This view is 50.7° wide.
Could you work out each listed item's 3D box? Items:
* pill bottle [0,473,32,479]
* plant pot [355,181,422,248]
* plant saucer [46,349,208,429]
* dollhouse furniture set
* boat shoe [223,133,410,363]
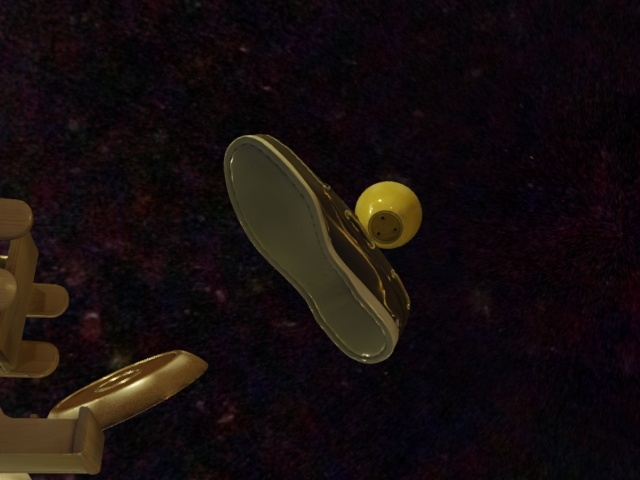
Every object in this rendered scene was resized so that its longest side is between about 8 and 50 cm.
[{"bbox_3d":[-0.600,0.435,1.102,0.363,0.210,0.210,6,93,38],"label":"pill bottle"},{"bbox_3d":[0.129,-0.038,1.304,0.134,0.095,0.134,2,108,8],"label":"plant pot"},{"bbox_3d":[-0.354,0.269,1.212,0.311,0.310,0.050,-20,94,23],"label":"plant saucer"},{"bbox_3d":[-0.299,0.104,0.690,0.161,0.212,0.242,3,61,-8],"label":"dollhouse furniture set"},{"bbox_3d":[0.000,0.000,0.598,0.081,0.069,0.227,-26,102,38],"label":"boat shoe"}]
